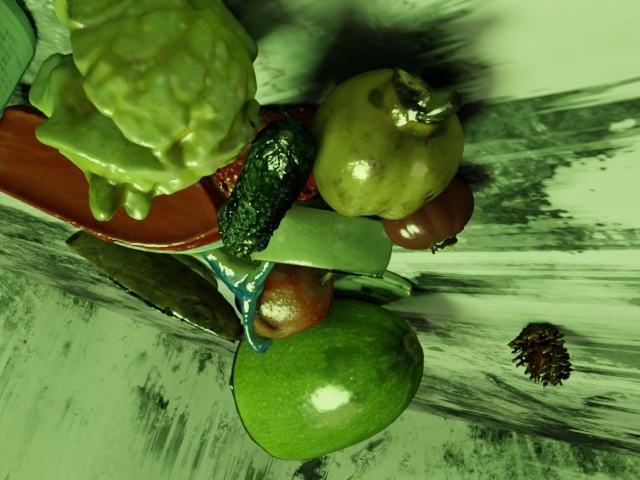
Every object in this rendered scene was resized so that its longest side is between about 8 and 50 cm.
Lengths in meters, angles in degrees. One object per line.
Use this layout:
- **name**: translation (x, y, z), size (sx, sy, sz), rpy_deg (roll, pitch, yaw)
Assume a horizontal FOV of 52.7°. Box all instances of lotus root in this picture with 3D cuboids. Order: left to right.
- **lotus root**: translation (-0.251, 0.058, 1.053), size (0.330, 0.078, 0.167), rpy_deg (30, -175, 3)
- **lotus root**: translation (0.056, -0.083, 0.550), size (0.125, 0.118, 0.221), rpy_deg (-13, 163, -13)

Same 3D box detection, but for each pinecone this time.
- **pinecone**: translation (0.383, 0.195, 1.108), size (0.109, 0.102, 0.102), rpy_deg (44, 169, 16)

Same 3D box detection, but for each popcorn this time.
- **popcorn**: translation (-0.142, -0.116, 0.525), size (0.167, 0.185, 0.187), rpy_deg (13, 133, -35)

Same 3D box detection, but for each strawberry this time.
- **strawberry**: translation (-0.052, -0.079, 0.715), size (0.192, 0.085, 0.140), rpy_deg (5, 156, 30)

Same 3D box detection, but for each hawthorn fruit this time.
- **hawthorn fruit**: translation (-0.039, 0.078, 1.060), size (0.204, 0.162, 0.163), rpy_deg (-6, 152, 33)

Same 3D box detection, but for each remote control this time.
- **remote control**: translation (0.060, 0.091, 1.204), size (0.124, 0.038, 0.285), rpy_deg (20, 160, -13)

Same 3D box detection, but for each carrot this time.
- **carrot**: translation (-0.313, 0.049, 1.373), size (0.070, 0.070, 0.342), rpy_deg (8, 159, 26)

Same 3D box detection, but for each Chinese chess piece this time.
- **Chinese chess piece**: translation (0.000, 0.000, 0.845), size (0.189, 0.083, 0.188), rpy_deg (8, 177, 0)

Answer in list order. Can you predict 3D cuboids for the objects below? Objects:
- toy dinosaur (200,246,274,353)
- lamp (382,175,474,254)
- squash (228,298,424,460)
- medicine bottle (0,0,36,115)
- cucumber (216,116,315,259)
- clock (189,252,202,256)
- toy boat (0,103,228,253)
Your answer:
- **toy dinosaur**: translation (-0.155, 0.052, 0.974), size (0.248, 0.188, 0.075), rpy_deg (26, -158, -7)
- **lamp**: translation (0.115, -0.031, 0.690), size (0.101, 0.090, 0.101), rpy_deg (-25, 177, -2)
- **squash**: translation (0.039, 0.246, 1.152), size (0.310, 0.310, 0.309), rpy_deg (26, 156, -26)
- **medicine bottle**: translation (-0.437, -0.125, 0.591), size (0.245, 0.289, 0.245), rpy_deg (16, 162, 5)
- **cucumber**: translation (-0.046, -0.049, 0.583), size (0.067, 0.067, 0.245), rpy_deg (21, 157, -11)
- **clock**: translation (-0.265, -0.030, 1.074), size (0.277, 0.071, 0.294), rpy_deg (28, 159, -30)
- **toy boat**: translation (-0.255, -0.069, 0.856), size (0.332, 0.145, 0.133), rpy_deg (20, -176, -1)
